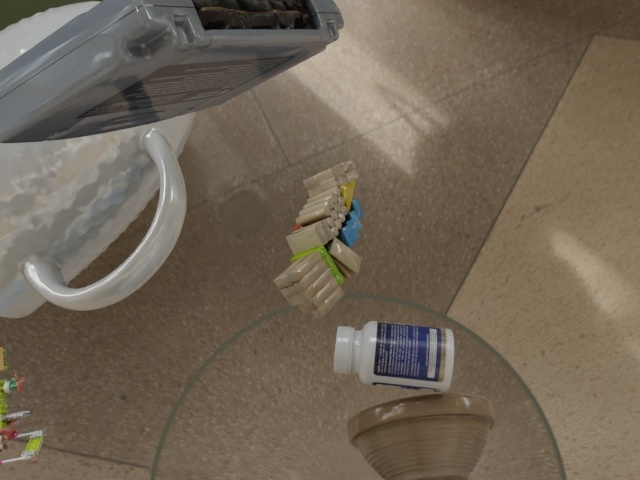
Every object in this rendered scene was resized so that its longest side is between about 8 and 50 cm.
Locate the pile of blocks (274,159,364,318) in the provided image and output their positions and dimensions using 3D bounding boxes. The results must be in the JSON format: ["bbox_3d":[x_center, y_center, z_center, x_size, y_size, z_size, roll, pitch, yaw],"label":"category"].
[{"bbox_3d":[0.000,0.000,1.417,0.149,0.112,0.362,40,51,-29],"label":"pile of blocks"}]

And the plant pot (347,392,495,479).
[{"bbox_3d":[0.164,0.329,1.102,0.237,0.237,0.110,-6,59,1],"label":"plant pot"}]

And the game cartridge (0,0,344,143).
[{"bbox_3d":[-0.122,-0.149,0.586,0.198,0.297,0.062,-15,98,29],"label":"game cartridge"}]

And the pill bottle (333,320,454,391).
[{"bbox_3d":[0.107,0.168,1.028,0.169,0.094,0.094,5,70,4],"label":"pill bottle"}]

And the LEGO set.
[{"bbox_3d":[-0.596,0.337,1.341,0.107,0.132,0.287,-10,42,-4],"label":"LEGO set"}]

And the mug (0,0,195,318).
[{"bbox_3d":[-0.300,-0.083,0.824,0.328,0.276,0.374,-41,62,1],"label":"mug"}]
